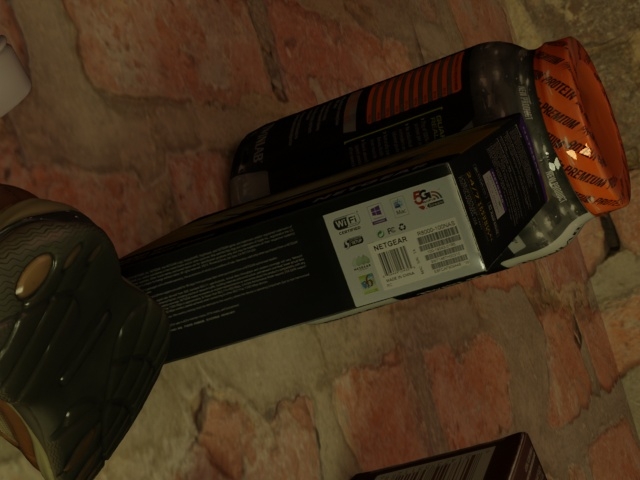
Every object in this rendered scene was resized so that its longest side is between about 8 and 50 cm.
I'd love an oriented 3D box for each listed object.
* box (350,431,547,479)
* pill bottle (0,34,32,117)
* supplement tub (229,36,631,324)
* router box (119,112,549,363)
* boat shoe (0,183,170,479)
[{"bbox_3d":[0.170,0.389,1.254,0.381,0.191,0.143,67,23,-11],"label":"box"},{"bbox_3d":[-0.283,-0.191,0.683,0.323,0.181,0.181,62,25,-21],"label":"pill bottle"},{"bbox_3d":[0.103,-0.058,1.249,0.207,0.338,0.207,46,34,-45],"label":"supplement tub"},{"bbox_3d":[0.000,0.000,1.010,0.081,0.309,0.243,70,22,-6],"label":"router box"},{"bbox_3d":[-0.171,0.047,0.762,0.122,0.120,0.324,-56,166,-22],"label":"boat shoe"}]
